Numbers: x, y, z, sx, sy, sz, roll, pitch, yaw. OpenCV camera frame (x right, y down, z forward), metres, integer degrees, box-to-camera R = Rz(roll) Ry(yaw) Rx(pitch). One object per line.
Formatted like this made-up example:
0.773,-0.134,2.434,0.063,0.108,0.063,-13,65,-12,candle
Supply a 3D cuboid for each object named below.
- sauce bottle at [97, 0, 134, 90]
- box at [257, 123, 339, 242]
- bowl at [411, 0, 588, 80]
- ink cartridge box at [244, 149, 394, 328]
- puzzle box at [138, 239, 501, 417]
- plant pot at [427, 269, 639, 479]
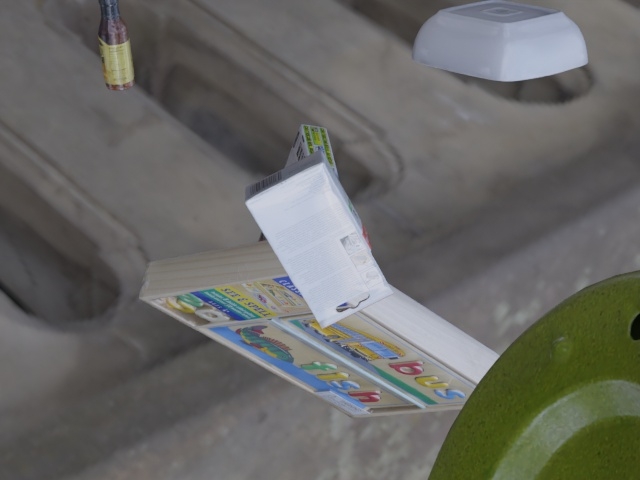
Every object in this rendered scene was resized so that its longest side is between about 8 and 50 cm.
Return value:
-0.269,-0.260,2.060,0.042,0.042,0.128,-26,125,-35,sauce bottle
-0.031,-0.029,1.976,0.036,0.114,0.207,7,130,-18,box
0.175,-0.199,1.544,0.142,0.142,0.053,-18,116,-39,bowl
0.000,0.000,1.123,0.062,0.029,0.115,-26,113,9,ink cartridge box
0.017,0.115,1.911,0.409,0.272,0.052,33,59,-39,puzzle box
0.240,0.182,0.710,0.353,0.366,0.366,25,101,-28,plant pot
